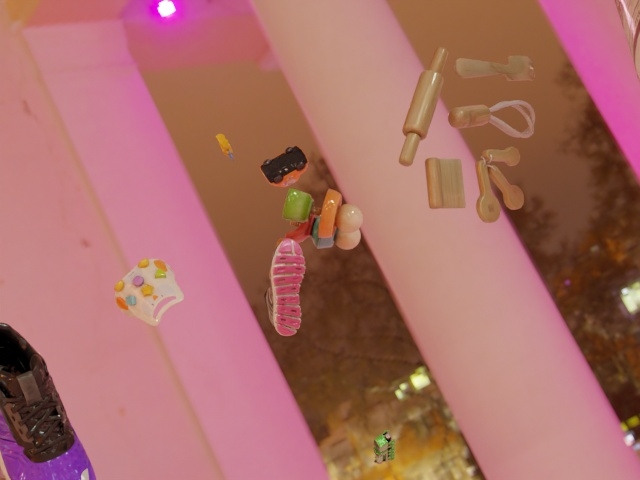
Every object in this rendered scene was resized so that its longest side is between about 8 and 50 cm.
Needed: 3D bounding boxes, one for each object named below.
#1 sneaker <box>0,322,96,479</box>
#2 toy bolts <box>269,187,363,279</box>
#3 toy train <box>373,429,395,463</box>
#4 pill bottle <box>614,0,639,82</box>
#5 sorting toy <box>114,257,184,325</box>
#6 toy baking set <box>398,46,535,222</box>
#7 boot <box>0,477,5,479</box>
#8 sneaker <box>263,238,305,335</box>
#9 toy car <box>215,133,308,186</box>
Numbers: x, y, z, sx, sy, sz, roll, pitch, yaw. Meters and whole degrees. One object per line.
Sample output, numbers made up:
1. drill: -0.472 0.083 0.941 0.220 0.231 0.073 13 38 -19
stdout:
1. sneaker: -0.389 0.232 1.451 0.102 0.293 0.146 -23 -25 -32
2. toy bolts: 0.000 0.000 2.291 0.159 0.218 0.228 14 2 5
3. toy train: 0.069 0.229 1.197 0.024 0.017 0.083 -30 -25 -12
4. pill bottle: 0.462 -0.269 1.256 0.224 0.392 0.224 1 -48 2
5. sorting toy: -0.211 0.068 1.370 0.083 0.075 0.045 -45 -28 -9
6. toy baking set: 0.184 -0.137 1.320 0.197 0.256 0.030 29 -24 -32
7. boot: -0.457 0.482 1.449 0.109 0.220 0.283 20 -74 -29
8. sneaker: -0.069 0.081 1.939 0.063 0.170 0.075 -1 3 -23
9. toy car: -0.069 -0.106 1.362 0.060 0.122 0.040 -46 -29 -15
